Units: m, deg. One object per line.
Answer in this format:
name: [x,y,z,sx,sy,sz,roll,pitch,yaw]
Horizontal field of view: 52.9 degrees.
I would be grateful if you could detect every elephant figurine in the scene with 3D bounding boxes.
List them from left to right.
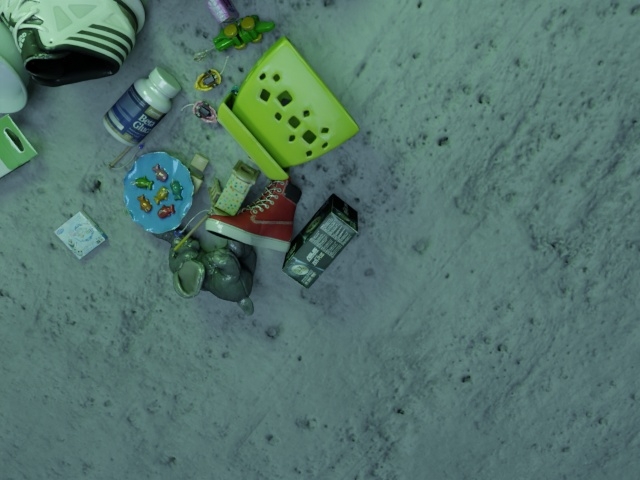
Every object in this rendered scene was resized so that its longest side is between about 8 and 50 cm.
elephant figurine: [-0.281,0.062,1.514,0.240,0.185,0.169,-4,144,15]

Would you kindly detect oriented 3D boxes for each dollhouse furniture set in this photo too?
dollhouse furniture set: [-0.218,-0.164,1.435,0.161,0.101,0.181,29,110,-8]

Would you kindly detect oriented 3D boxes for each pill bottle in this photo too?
pill bottle: [-0.384,-0.292,1.399,0.169,0.094,0.094,-42,103,17]

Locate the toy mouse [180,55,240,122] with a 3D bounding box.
toy mouse: [-0.223,-0.303,1.420,0.161,0.031,0.143,-31,106,14]

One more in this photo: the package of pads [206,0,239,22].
package of pads: [-0.201,-0.475,1.326,0.032,0.083,0.050,-27,104,18]

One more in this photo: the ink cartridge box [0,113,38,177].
ink cartridge box: [-0.747,-0.199,1.470,0.209,0.062,0.108,-27,107,12]

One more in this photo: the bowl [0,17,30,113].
bowl: [-0.721,-0.404,1.322,0.298,0.134,0.297,15,155,7]

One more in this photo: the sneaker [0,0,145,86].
sneaker: [-0.561,-0.453,1.195,0.448,0.257,0.169,22,137,-24]

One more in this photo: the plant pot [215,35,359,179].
plant pot: [-0.076,-0.261,1.313,0.207,0.227,0.228,-38,107,10]

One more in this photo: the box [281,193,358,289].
box: [0.000,0.000,1.462,0.078,0.147,0.180,37,109,-11]

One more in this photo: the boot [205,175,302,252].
boot: [-0.140,-0.076,1.403,0.089,0.244,0.176,16,93,37]

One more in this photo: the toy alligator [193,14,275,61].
toy alligator: [-0.188,-0.435,1.361,0.190,0.056,0.051,-19,67,11]

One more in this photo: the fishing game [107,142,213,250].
fishing game: [-0.375,-0.108,1.454,0.189,0.041,0.264,-39,83,18]

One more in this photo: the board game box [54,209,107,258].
board game box: [-0.578,-0.014,1.554,0.090,0.020,0.090,-34,106,15]
